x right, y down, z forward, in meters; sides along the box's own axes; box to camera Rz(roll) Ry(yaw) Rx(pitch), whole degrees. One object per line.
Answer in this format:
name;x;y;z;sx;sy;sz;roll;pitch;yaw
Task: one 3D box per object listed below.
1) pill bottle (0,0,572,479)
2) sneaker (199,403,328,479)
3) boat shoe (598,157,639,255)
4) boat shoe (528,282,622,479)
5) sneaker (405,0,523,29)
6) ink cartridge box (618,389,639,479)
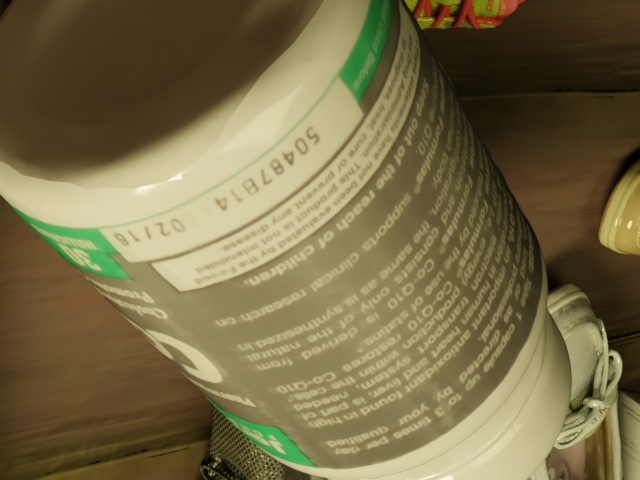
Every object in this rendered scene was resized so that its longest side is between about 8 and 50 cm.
pill bottle;0.000;0.000;0.707;0.204;0.204;0.361;-46;135;-9
sneaker;-0.060;0.190;0.901;0.130;0.087;0.227;-35;144;-31
boat shoe;0.350;-0.025;1.150;0.285;0.089;0.104;-7;123;-42
boat shoe;0.217;0.168;1.150;0.118;0.103;0.320;-32;137;-25
sneaker;0.067;-0.156;0.767;0.208;0.094;0.081;-26;135;-28
ink cartridge box;0.308;0.244;1.322;0.127;0.072;0.175;14;107;-50
